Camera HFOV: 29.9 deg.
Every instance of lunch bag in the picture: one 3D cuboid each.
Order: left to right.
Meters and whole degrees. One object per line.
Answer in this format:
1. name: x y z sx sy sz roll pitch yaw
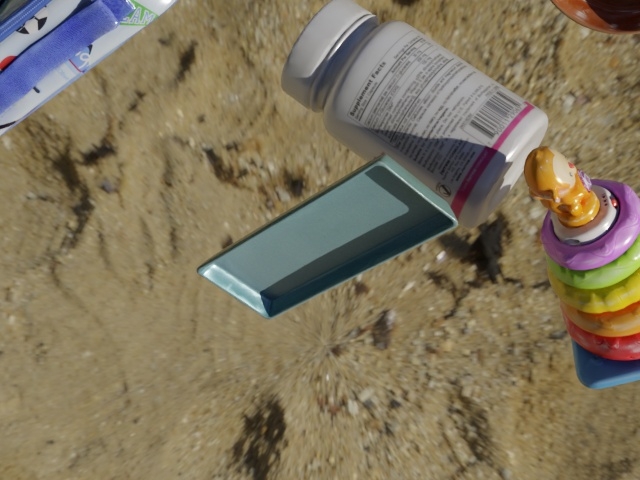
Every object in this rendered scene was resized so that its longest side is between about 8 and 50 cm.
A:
1. lunch bag: -0.259 -0.209 1.101 0.303 0.243 0.115 -37 118 8

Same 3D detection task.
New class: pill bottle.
1. pill bottle: 0.105 -0.153 1.388 0.283 0.160 0.160 36 86 13

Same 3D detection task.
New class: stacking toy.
1. stacking toy: 0.282 0.000 1.215 0.166 0.302 0.175 -21 45 23

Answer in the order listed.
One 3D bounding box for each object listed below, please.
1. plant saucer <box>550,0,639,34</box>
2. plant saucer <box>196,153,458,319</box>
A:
1. plant saucer: 0.135 -0.134 0.537 0.083 0.013 0.083 13 122 23
2. plant saucer: 0.000 0.000 0.760 0.067 0.192 0.018 36 51 -23
